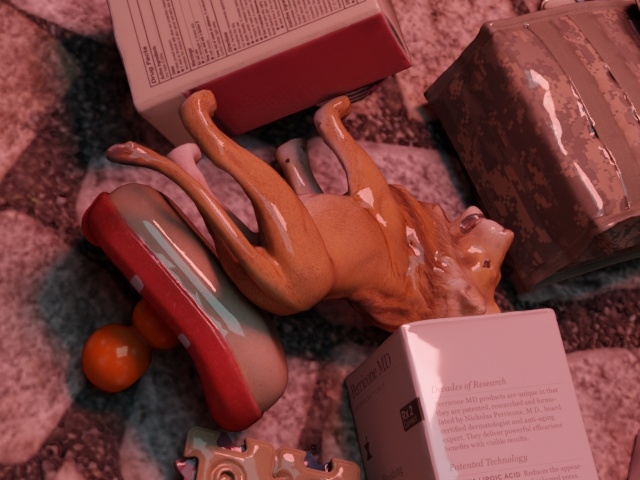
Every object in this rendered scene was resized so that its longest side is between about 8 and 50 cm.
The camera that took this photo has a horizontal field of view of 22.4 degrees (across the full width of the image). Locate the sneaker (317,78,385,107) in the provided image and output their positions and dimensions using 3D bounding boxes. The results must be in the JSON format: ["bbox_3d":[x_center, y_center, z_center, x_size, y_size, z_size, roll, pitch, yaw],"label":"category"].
[{"bbox_3d":[-0.013,-0.169,1.543,0.178,0.072,0.077,-15,73,-26],"label":"sneaker"}]

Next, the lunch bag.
[{"bbox_3d":[0.290,-0.107,1.579,0.287,0.169,0.235,-15,71,-33],"label":"lunch bag"}]

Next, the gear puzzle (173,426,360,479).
[{"bbox_3d":[-0.060,0.332,1.333,0.175,0.044,0.339,15,67,-16],"label":"gear puzzle"}]

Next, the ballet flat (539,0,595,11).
[{"bbox_3d":[0.238,-0.273,1.694,0.188,0.070,0.070,45,61,4],"label":"ballet flat"}]

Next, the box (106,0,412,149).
[{"bbox_3d":[-0.056,-0.196,1.441,0.232,0.127,0.148,-21,68,10],"label":"box"}]

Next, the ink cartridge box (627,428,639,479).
[{"bbox_3d":[0.382,0.243,1.481,0.176,0.128,0.127,22,64,-11],"label":"ink cartridge box"}]

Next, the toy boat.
[{"bbox_3d":[-0.136,0.072,1.374,0.151,0.151,0.231,-41,85,1],"label":"toy boat"}]

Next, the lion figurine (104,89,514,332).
[{"bbox_3d":[0.000,0.000,1.383,0.392,0.142,0.240,-11,68,-51],"label":"lion figurine"}]

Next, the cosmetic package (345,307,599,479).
[{"bbox_3d":[0.130,0.173,1.404,0.151,0.151,0.183,-5,69,-22],"label":"cosmetic package"}]
